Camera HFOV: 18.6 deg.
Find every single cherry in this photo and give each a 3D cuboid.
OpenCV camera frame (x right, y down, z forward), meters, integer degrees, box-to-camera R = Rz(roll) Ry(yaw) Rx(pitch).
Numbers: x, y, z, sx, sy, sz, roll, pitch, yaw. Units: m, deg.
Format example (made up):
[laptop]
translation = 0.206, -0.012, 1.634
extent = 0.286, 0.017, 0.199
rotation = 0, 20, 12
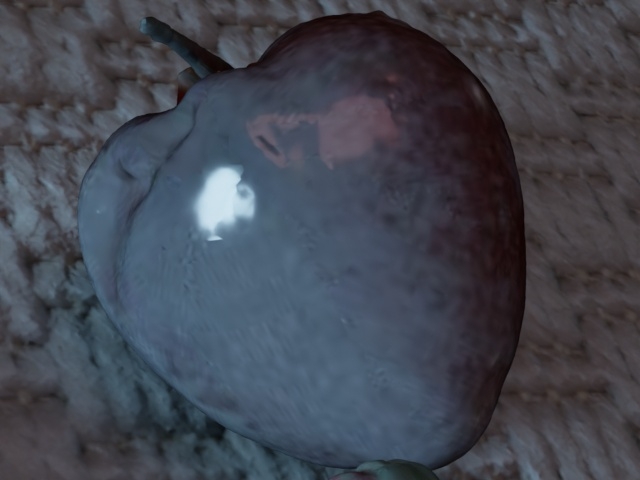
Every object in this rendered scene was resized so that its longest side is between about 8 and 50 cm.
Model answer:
[cherry]
translation = -0.013, 0.005, 1.435
extent = 0.326, 0.291, 0.335
rotation = -4, 89, 1

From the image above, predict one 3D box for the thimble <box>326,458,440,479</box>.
[thimble]
translation = 0.037, 0.248, 1.304
extent = 0.149, 0.185, 0.211
rotation = 51, 10, 21
